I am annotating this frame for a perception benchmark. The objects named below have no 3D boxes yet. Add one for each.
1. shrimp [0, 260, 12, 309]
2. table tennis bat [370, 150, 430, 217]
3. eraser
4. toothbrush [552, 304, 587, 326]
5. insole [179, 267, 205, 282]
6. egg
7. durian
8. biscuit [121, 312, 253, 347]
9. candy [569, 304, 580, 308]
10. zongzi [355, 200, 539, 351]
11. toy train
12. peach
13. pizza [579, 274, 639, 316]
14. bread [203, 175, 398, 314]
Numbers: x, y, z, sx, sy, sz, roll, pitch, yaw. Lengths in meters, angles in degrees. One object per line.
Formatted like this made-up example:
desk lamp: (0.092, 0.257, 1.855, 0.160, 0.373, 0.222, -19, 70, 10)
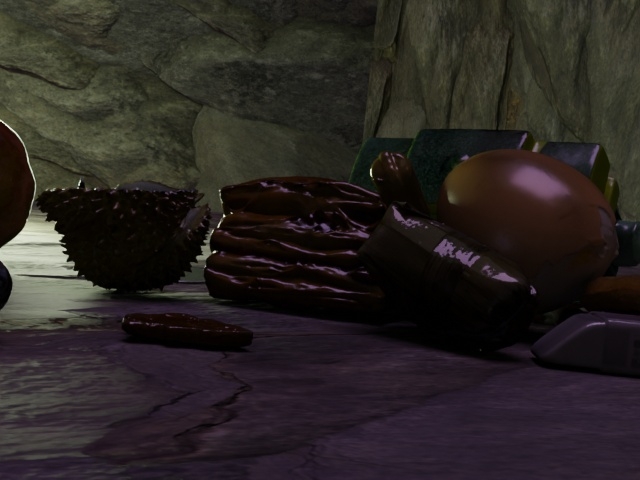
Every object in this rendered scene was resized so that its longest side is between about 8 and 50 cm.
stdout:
shrimp: (-0.352, 0.048, 0.964, 0.233, 0.079, 0.090, -1, 45, -45)
table tennis bat: (0.127, -0.018, 1.537, 0.050, 0.198, 0.321, -21, -31, 9)
eraser: (0.402, 0.116, 1.270, 0.352, 0.061, 0.089, 6, 2, 0)
toothbrush: (0.322, 0.102, 1.549, 0.041, 0.040, 0.364, 6, 3, 3)
insole: (-0.190, 0.050, 1.780, 0.080, 0.003, 0.232, 6, 3, 2)
egg: (0.248, -0.013, 1.499, 0.201, 0.201, 0.244, 2, 33, -50)
durian: (-0.252, -0.006, 1.499, 0.194, 0.137, 0.237, -3, 9, -35)
biscuit: (-0.125, 0.086, 1.149, 0.130, 0.019, 0.119, 7, 3, 21)
candy: (0.479, 0.082, 1.824, 0.365, 0.124, 0.124, 18, 9, 29)
zongzi: (0.174, 0.080, 1.374, 0.221, 0.112, 0.242, 34, -11, 43)
toy train: (0.241, -0.040, 1.762, 0.442, 0.179, 0.272, 4, -29, 30)
peach: (-0.501, -0.066, 1.611, 0.214, 0.214, 0.235, 8, 15, 23)
pizza: (0.399, 0.097, 1.395, 0.194, 0.069, 0.154, 28, -19, -24)
bread: (0.000, 0.000, 1.595, 0.278, 0.167, 0.324, 7, 4, 12)
